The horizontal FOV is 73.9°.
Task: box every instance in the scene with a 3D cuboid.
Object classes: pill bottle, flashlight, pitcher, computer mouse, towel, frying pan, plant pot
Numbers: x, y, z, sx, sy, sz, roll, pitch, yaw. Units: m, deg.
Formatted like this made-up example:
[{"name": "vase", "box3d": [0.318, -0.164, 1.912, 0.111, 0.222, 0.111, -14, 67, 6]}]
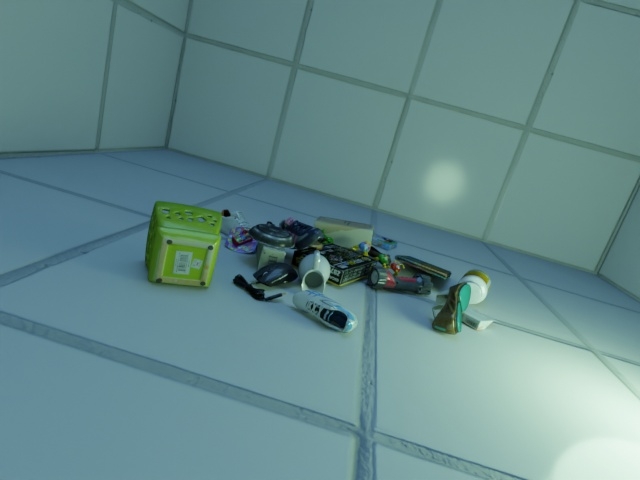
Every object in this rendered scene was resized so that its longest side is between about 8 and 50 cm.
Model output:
[{"name": "pill bottle", "box3d": [0.723, 0.223, 2.016, 0.137, 0.136, 0.246, 22, 16, 23]}, {"name": "flashlight", "box3d": [0.355, 0.175, 1.893, 0.305, 0.103, 0.103, 6, 15, -27]}, {"name": "pitcher", "box3d": [-0.020, 0.103, 1.622, 0.126, 0.177, 0.207, 10, 16, -2]}, {"name": "computer mouse", "box3d": [-0.163, 0.137, 1.528, 0.262, 0.060, 0.184, -9, 28, -41]}, {"name": "towel", "box3d": [0.535, 0.136, 2.199, 0.272, 0.040, 0.370, 21, 5, 19]}, {"name": "frying pan", "box3d": [-0.182, -0.034, 1.795, 0.198, 0.053, 0.326, 21, 17, 8]}, {"name": "plant pot", "box3d": [-0.450, 0.025, 1.402, 0.228, 0.228, 0.207, 9, 24, -23]}]

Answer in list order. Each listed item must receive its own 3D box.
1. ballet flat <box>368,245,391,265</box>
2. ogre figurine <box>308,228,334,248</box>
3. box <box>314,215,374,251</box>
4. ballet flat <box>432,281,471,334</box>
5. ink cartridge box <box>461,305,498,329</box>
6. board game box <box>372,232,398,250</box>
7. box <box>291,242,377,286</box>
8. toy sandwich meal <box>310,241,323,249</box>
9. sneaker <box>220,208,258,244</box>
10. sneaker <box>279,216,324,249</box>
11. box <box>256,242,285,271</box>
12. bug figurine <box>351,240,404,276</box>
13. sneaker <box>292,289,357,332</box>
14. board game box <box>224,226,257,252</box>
[{"name": "ballet flat", "box3d": [0.309, 0.067, 2.310, 0.084, 0.058, 0.250, 9, 16, -26]}, {"name": "ogre figurine", "box3d": [0.000, 0.000, 2.175, 0.197, 0.096, 0.118, 5, 26, 3]}, {"name": "box", "box3d": [0.126, -0.038, 2.301, 0.312, 0.121, 0.148, 9, 16, 8]}, {"name": "ballet flat", "box3d": [0.510, 0.260, 1.682, 0.124, 0.116, 0.342, -4, 22, 29]}, {"name": "ink cartridge box", "box3d": [0.639, 0.322, 1.788, 0.180, 0.045, 0.146, 13, 12, -46]}, {"name": "board game box", "box3d": [0.354, -0.001, 2.640, 0.212, 0.039, 0.160, 22, 17, 24]}, {"name": "box", "box3d": [0.066, 0.099, 1.889, 0.257, 0.079, 0.322, 23, 18, 29]}, {"name": "toy sandwich meal", "box3d": [-0.031, 0.024, 1.891, 0.086, 0.029, 0.085, 9, 16, -3]}, {"name": "sneaker", "box3d": [-0.372, -0.065, 1.982, 0.290, 0.122, 0.106, 25, 16, 27]}, {"name": "sneaker", "box3d": [-0.100, -0.038, 1.826, 0.112, 0.131, 0.319, -36, 13, -25]}, {"name": "box", "box3d": [-0.210, 0.044, 1.772, 0.094, 0.113, 0.275, 13, 16, -13]}, {"name": "bug figurine", "box3d": [0.273, 0.073, 2.079, 0.279, 0.072, 0.216, 32, 4, -12]}, {"name": "sneaker", "box3d": [0.008, 0.224, 1.383, 0.238, 0.085, 0.086, 23, 1, 22]}, {"name": "board game box", "box3d": [-0.341, -0.016, 1.867, 0.134, 0.033, 0.168, 13, 41, -4]}]
